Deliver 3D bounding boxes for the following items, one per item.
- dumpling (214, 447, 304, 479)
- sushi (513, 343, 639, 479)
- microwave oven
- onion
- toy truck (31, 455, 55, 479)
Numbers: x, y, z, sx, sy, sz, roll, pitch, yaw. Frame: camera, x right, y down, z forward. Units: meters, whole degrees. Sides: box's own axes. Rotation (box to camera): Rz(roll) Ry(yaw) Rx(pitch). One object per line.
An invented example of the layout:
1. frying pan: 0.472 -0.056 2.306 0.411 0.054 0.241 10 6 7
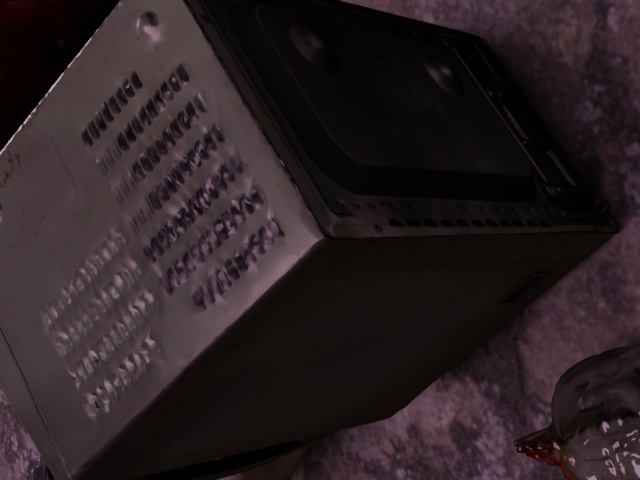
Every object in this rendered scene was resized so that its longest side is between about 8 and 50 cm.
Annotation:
1. dumpling: -0.094 0.142 1.201 0.318 0.187 0.243 1 71 62
2. sushi: 0.286 0.117 0.811 0.332 0.124 0.130 -30 87 44
3. microwave oven: -0.029 -0.011 0.879 0.333 0.394 0.247 -45 65 28
4. onion: -0.244 -0.107 1.191 0.232 0.314 0.314 19 112 44
5. toy truck: -0.239 0.309 1.292 0.367 0.146 0.175 -131 46 -67
